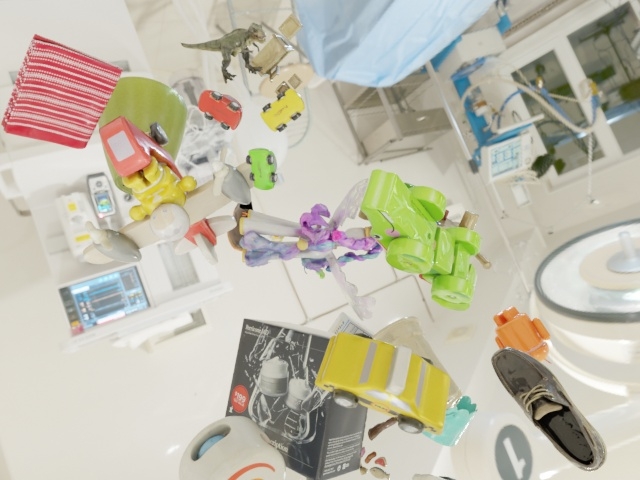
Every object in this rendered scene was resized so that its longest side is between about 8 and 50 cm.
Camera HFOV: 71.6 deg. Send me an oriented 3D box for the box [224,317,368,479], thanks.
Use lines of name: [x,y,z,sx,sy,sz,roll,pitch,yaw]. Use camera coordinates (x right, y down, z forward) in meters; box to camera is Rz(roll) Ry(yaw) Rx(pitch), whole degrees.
box: [-0.058,0.385,1.148,0.343,0.312,0.179,3,169,40]

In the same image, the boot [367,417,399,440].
boot: [0.235,0.681,1.623,0.114,0.037,0.106,-36,172,26]

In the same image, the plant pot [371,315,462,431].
plant pot: [0.323,0.499,1.596,0.334,0.305,0.333,-24,142,-21]

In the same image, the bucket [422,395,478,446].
bucket: [0.503,0.716,1.879,0.183,0.281,0.281,-63,169,4]

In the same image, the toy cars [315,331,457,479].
toy cars: [0.146,0.263,0.556,0.177,0.393,0.087,-21,152,-25]

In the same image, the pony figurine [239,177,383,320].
pony figurine: [0.000,0.000,1.038,0.364,0.302,0.351,3,-172,-4]

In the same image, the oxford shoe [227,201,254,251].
oxford shoe: [-0.319,-0.074,1.797,0.097,0.271,0.098,12,135,-21]

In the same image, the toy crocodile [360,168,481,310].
toy crocodile: [0.161,0.013,0.682,0.105,0.115,0.340,-5,151,42]

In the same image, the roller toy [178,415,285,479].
roller toy: [-0.180,0.470,0.907,0.209,0.191,0.146,15,-174,-39]

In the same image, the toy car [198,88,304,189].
toy car: [-0.135,-0.221,0.971,0.239,0.224,0.053,4,-148,17]

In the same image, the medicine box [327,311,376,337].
medicine box: [0.146,0.500,1.897,0.263,0.289,0.149,-55,-169,-2]

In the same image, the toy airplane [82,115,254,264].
toy airplane: [-0.355,-0.069,1.080,0.385,0.272,0.386,12,117,-24]

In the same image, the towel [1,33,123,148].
towel: [-0.635,-0.347,1.091,0.199,0.031,0.275,9,135,-46]

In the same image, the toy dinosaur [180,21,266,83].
toy dinosaur: [-0.216,-0.460,1.095,0.268,0.118,0.064,3,-134,31]

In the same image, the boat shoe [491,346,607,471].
boat shoe: [0.594,0.426,1.161,0.132,0.355,0.130,-45,149,9]

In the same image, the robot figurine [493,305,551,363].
robot figurine: [0.689,0.335,1.516,0.158,0.219,0.128,-31,164,6]

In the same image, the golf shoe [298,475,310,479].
golf shoe: [0.000,0.895,1.587,0.094,0.198,0.077,-19,-157,33]

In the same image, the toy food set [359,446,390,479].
toy food set: [0.131,0.607,1.213,0.122,0.077,0.019,-8,170,35]

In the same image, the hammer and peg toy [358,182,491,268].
hammer and peg toy: [0.299,-0.053,1.168,0.361,0.127,0.266,12,-163,-24]

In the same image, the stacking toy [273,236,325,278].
stacking toy: [-0.076,0.053,1.617,0.052,0.221,0.167,-54,162,-26]

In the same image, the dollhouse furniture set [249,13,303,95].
dollhouse furniture set: [-0.083,-0.528,1.302,0.182,0.161,0.101,-39,-170,22]

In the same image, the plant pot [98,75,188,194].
plant pot: [-0.555,-0.297,1.371,0.275,0.293,0.274,-6,154,-3]
